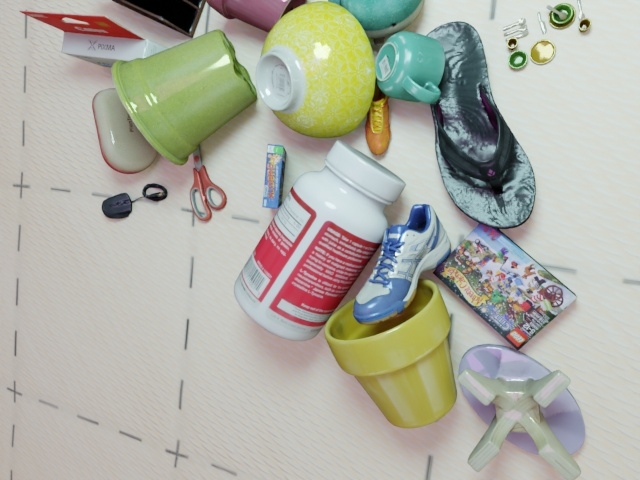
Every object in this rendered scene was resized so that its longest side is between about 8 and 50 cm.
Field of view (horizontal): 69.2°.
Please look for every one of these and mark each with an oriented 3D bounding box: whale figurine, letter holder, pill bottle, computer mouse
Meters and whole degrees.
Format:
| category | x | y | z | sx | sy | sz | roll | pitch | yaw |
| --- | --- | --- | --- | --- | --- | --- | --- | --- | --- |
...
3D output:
| category | x | y | z | sx | sy | sz | roll | pitch | yaw |
| --- | --- | --- | --- | --- | --- | --- | --- | --- | --- |
| whale figurine | 0.109 | -0.562 | 0.966 | 0.216 | 0.141 | 0.272 | -18 | 71 | 13 |
| letter holder | -0.474 | -0.672 | 1.176 | 0.302 | 0.214 | 0.152 | 30 | 104 | 18 |
| pill bottle | 0.000 | 0.000 | 1.018 | 0.229 | 0.229 | 0.407 | 38 | 107 | 16 |
| computer mouse | -0.546 | -0.115 | 1.341 | 0.242 | 0.041 | 0.071 | -16 | 87 | 22 |

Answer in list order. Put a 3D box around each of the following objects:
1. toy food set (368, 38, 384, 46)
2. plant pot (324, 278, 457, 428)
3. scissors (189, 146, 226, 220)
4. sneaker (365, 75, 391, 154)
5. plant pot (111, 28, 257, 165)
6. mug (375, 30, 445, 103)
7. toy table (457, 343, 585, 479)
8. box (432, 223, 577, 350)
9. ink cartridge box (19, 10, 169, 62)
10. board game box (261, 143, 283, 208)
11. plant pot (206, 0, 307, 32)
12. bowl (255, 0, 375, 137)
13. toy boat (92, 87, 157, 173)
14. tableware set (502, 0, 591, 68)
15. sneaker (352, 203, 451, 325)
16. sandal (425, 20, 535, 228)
| category | x | y | z | sx | sy | sz | roll | pitch | yaw |
| --- | --- | --- | --- | --- | --- | --- | --- | --- | --- |
| toy food set | 0.059 | -0.477 | 1.060 | 0.192 | 0.038 | 0.132 | 3 | 77 | 19 |
| plant pot | 0.168 | 0.241 | 0.969 | 0.254 | 0.254 | 0.239 | -21 | 101 | 23 |
| scissors | -0.339 | -0.201 | 1.259 | 0.109 | 0.021 | 0.297 | -24 | 85 | 22 |
| sneaker | 0.124 | -0.279 | 1.034 | 0.064 | 0.067 | 0.175 | 2 | 96 | 21 |
| plant pot | -0.301 | -0.363 | 1.116 | 0.254 | 0.276 | 0.276 | -28 | 83 | 7 |
| mug | 0.177 | -0.348 | 0.929 | 0.158 | 0.097 | 0.129 | 39 | 122 | 58 |
| toy table | 0.392 | 0.334 | 0.915 | 0.274 | 0.161 | 0.252 | 29 | 104 | 19 |
| box | 0.376 | 0.088 | 0.965 | 0.233 | 0.044 | 0.159 | 44 | 108 | 14 |
| ink cartridge box | -0.561 | -0.504 | 1.200 | 0.296 | 0.261 | 0.066 | 14 | 98 | 22 |
| board game box | -0.104 | -0.146 | 1.069 | 0.035 | 0.201 | 0.136 | 6 | 96 | -3 |
| plant pot | -0.134 | -0.577 | 1.064 | 0.180 | 0.201 | 0.201 | 37 | 107 | 0 |
| bowl | -0.044 | -0.347 | 0.989 | 0.289 | 0.156 | 0.289 | 25 | 128 | 36 |
| toy boat | -0.551 | -0.297 | 1.295 | 0.151 | 0.151 | 0.231 | -14 | 87 | 53 |
| tableware set | 0.444 | -0.405 | 0.913 | 0.154 | 0.024 | 0.104 | -14 | 89 | 23 |
| sneaker | 0.147 | 0.039 | 0.932 | 0.112 | 0.296 | 0.131 | 3 | 128 | 46 |
| sandal | 0.293 | -0.231 | 0.928 | 0.168 | 0.107 | 0.445 | -21 | 81 | 22 |
